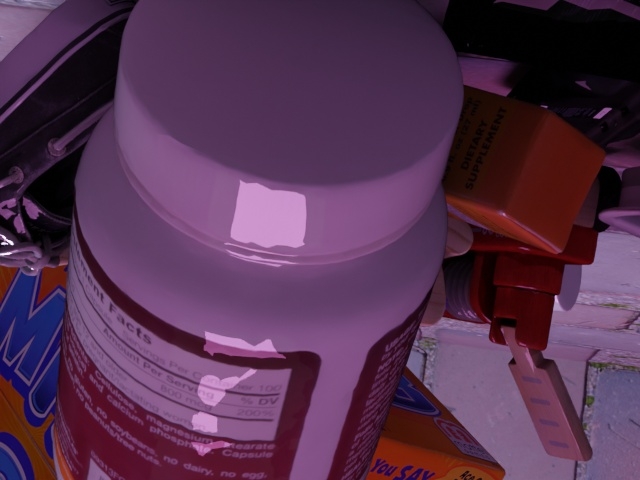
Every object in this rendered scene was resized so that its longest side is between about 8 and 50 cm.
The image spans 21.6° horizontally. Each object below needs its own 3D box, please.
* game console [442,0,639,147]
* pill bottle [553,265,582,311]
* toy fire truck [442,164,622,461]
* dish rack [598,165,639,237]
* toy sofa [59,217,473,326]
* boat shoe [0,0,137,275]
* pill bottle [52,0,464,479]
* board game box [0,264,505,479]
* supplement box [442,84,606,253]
[{"bbox_3d":[0.173,-0.108,1.054,0.213,0.044,0.361,10,172,-3],"label":"game console"},{"bbox_3d":[0.180,0.029,1.792,0.180,0.108,0.108,3,171,28],"label":"pill bottle"},{"bbox_3d":[0.157,0.052,1.441,0.158,0.246,0.217,12,175,-25],"label":"toy fire truck"},{"bbox_3d":[0.418,-0.021,1.327,0.333,0.072,0.285,2,171,38],"label":"dish rack"},{"bbox_3d":[-0.071,-0.038,1.313,0.362,0.177,0.150,9,172,-17],"label":"toy sofa"},{"bbox_3d":[-0.205,-0.031,1.123,0.105,0.306,0.113,51,-164,12],"label":"boat shoe"},{"bbox_3d":[-0.047,0.028,1.044,0.224,0.224,0.392,9,138,-6],"label":"pill bottle"},{"bbox_3d":[-0.131,0.216,1.564,0.356,0.356,0.356,21,-162,-44],"label":"board game box"},{"bbox_3d":[0.069,-0.065,1.114,0.233,0.078,0.080,20,175,46],"label":"supplement box"}]
